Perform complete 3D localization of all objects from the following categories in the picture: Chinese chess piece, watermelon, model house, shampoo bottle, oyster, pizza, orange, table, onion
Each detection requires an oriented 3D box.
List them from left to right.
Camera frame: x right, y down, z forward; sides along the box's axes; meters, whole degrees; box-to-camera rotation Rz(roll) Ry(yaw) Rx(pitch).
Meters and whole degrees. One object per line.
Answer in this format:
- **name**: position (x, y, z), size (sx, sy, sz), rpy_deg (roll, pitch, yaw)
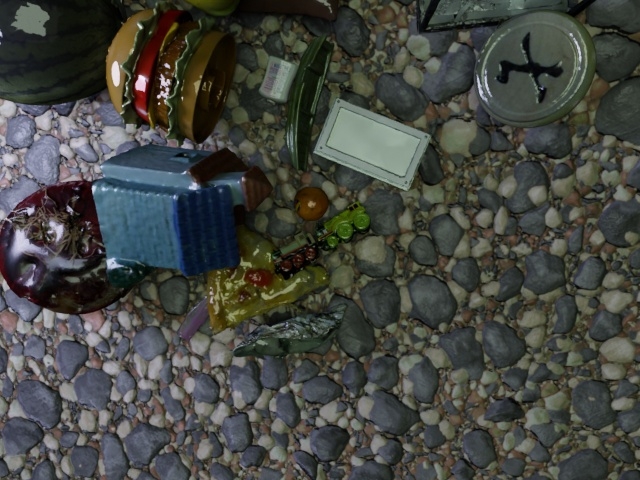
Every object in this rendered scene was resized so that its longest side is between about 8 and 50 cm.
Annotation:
- **watermelon**: position (-0.563, -0.426, 0.949), size (0.359, 0.279, 0.279), rpy_deg (-9, 96, 2)
- **onion**: position (-0.538, 0.017, 1.038), size (0.313, 0.232, 0.314), rpy_deg (2, 74, -8)
- **model house**: position (-0.236, -0.067, 0.946), size (0.329, 0.295, 0.252), rpy_deg (-1, 113, 11)
- **pizza**: position (-0.119, 0.075, 1.066), size (0.287, 0.075, 0.280), rpy_deg (-1, 84, -5)
- **shampoo bottle**: position (-0.097, -0.358, 1.040), size (0.072, 0.043, 0.099), rpy_deg (20, 99, 2)
- **oyster**: position (-0.076, 0.224, 1.070), size (0.252, 0.199, 0.087), rpy_deg (-38, 51, 23)
- **orange**: position (-0.020, -0.084, 1.050), size (0.083, 0.083, 0.084), rpy_deg (1, 97, 4)
- **table**: position (0.364, -0.560, 0.865), size (0.334, 0.272, 0.223), rpy_deg (-4, 96, 5)
- **Chinese chess piece**: position (0.429, -0.347, 0.940), size (0.237, 0.092, 0.238), rpy_deg (8, 105, 31)

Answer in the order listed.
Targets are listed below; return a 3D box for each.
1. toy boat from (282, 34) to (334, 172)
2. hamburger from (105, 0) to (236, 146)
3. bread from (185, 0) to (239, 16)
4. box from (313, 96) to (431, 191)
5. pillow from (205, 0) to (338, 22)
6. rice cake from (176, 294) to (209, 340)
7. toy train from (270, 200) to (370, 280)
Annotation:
- **toy boat**: position (-0.033, -0.301, 1.020), size (0.055, 0.093, 0.293), rpy_deg (16, 98, 21)
- **hamburger**: position (-0.315, -0.344, 0.947), size (0.212, 0.274, 0.275), rpy_deg (19, 98, -3)
- **bread**: position (-0.274, -0.619, 0.876), size (0.376, 0.208, 0.251), rpy_deg (43, 121, 16)
- **box**: position (0.113, -0.211, 1.022), size (0.225, 0.086, 0.130), rpy_deg (22, 98, 1)
- **pillow**: position (-0.090, -0.627, 0.971), size (0.307, 0.108, 0.306), rpy_deg (7, 98, 9)
- **rice cake**: position (-0.277, 0.163, 1.122), size (0.047, 0.036, 0.207), rpy_deg (43, 98, 3)
- **toy train**: position (0.000, 0.000, 1.036), size (0.249, 0.053, 0.085), rpy_deg (-30, 73, -9)
